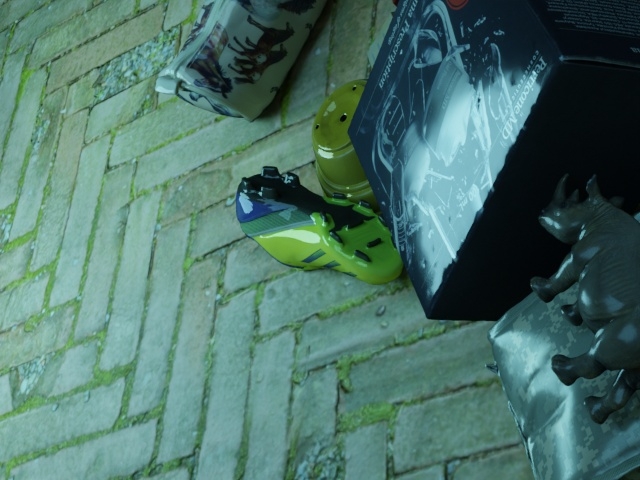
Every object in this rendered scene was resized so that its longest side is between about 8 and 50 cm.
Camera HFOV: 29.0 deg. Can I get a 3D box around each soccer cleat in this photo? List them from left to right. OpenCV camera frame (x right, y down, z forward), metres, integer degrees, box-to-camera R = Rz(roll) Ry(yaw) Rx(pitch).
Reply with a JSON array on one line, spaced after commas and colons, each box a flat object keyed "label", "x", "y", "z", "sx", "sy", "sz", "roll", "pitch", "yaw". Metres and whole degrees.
[{"label": "soccer cleat", "x": 0.001, "y": -0.001, "z": 1.609, "sx": 0.093, "sy": 0.121, "sz": 0.289, "roll": -29, "pitch": 41, "yaw": -35}]

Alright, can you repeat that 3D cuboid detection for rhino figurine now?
[{"label": "rhino figurine", "x": 0.246, "y": 0.032, "z": 1.089, "sx": 0.106, "sy": 0.073, "sz": 0.243, "roll": -38, "pitch": 41, "yaw": 31}]

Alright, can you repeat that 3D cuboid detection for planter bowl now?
[{"label": "planter bowl", "x": 0.054, "y": -0.143, "z": 1.622, "sx": 0.217, "sy": 0.090, "sz": 0.217, "roll": -25, "pitch": 51, "yaw": 34}]

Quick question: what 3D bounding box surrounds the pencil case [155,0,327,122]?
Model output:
[{"label": "pencil case", "x": -0.085, "y": -0.364, "z": 1.826, "sx": 0.160, "sy": 0.183, "sz": 0.410, "roll": 28, "pitch": 88, "yaw": 49}]

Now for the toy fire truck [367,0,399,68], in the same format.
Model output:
[{"label": "toy fire truck", "x": 0.136, "y": -0.349, "z": 1.643, "sx": 0.246, "sy": 0.158, "sz": 0.217, "roll": -26, "pitch": 50, "yaw": 19}]

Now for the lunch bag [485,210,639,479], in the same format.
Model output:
[{"label": "lunch bag", "x": 0.307, "y": 0.124, "z": 1.149, "sx": 0.287, "sy": 0.169, "sz": 0.235, "roll": -33, "pitch": 47, "yaw": 21}]

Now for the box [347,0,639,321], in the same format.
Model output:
[{"label": "box", "x": 0.197, "y": -0.141, "z": 1.304, "sx": 0.313, "sy": 0.178, "sz": 0.343, "roll": -112, "pitch": 33, "yaw": -42}]
